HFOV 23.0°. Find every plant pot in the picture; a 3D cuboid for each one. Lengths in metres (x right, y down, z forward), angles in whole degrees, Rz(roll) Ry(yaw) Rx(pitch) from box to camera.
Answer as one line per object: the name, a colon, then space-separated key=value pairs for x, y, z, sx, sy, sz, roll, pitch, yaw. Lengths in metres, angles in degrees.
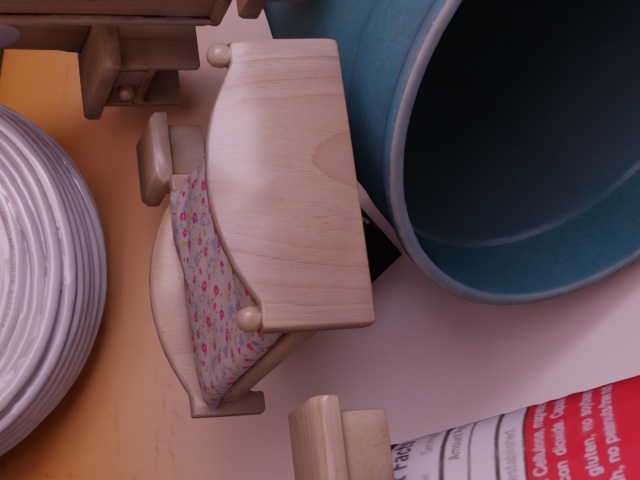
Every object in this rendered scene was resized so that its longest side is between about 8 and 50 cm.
plant pot: x=0.083 y=-0.148 z=0.863 sx=0.271 sy=0.271 sz=0.255 roll=-44 pitch=50 yaw=1

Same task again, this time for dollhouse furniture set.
dollhouse furniture set: x=-0.113 y=-0.010 z=0.821 sx=0.173 sy=0.303 sz=0.356 roll=-2 pitch=71 yaw=-18

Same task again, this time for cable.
cable: x=-0.264 y=0.024 z=0.982 sx=0.257 sy=0.089 sz=0.257 roll=-41 pitch=78 yaw=4

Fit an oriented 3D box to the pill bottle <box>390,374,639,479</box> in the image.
pill bottle: x=0.128 y=0.189 z=0.739 sx=0.407 sy=0.229 sz=0.229 roll=-18 pitch=67 yaw=14

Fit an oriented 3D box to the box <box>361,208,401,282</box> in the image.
box: x=0.000 y=0.000 z=0.929 sx=0.062 sy=0.083 sz=0.052 roll=-44 pitch=62 yaw=2

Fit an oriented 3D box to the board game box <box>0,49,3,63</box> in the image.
board game box: x=-0.375 y=-0.144 z=1.136 sx=0.317 sy=0.046 sz=0.213 roll=-1 pitch=71 yaw=19
